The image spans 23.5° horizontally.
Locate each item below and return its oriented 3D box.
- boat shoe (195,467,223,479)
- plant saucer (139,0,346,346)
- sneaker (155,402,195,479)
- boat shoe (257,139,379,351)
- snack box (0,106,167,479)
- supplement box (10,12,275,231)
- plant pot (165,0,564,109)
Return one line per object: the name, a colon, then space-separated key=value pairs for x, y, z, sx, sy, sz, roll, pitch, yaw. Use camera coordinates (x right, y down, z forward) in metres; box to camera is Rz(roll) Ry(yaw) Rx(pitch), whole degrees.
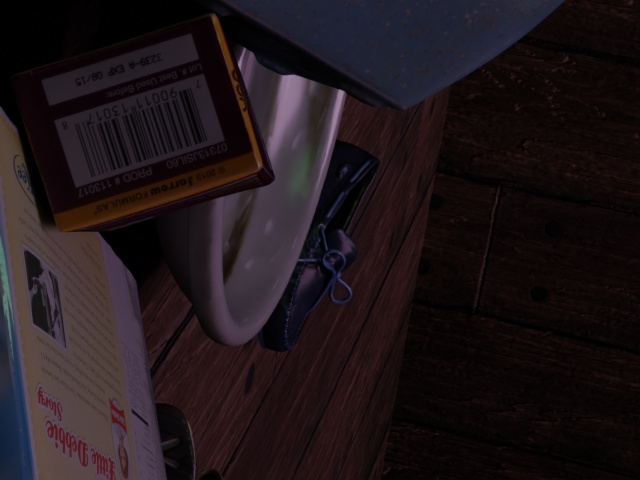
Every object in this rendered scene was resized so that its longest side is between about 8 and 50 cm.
boat shoe: x=-0.118 y=0.259 z=1.460 sx=0.135 sy=0.050 sz=0.045 roll=-81 pitch=177 yaw=-72
plant saucer: x=-0.056 y=-0.127 z=1.115 sx=0.400 sy=0.100 sz=0.400 roll=14 pitch=90 yaw=-81
sneaker: x=-0.147 y=0.219 z=1.165 sx=0.094 sy=0.081 sz=0.208 roll=-48 pitch=157 yaw=-85
boat shoe: x=0.000 y=0.000 z=1.657 sx=0.109 sy=0.089 sz=0.258 roll=78 pitch=27 yaw=-69
snack box: x=-0.141 y=0.071 z=0.802 sx=0.322 sy=0.060 sz=0.187 roll=72 pitch=6 yaw=-72
supplement box: x=-0.086 y=-0.056 z=0.810 sx=0.188 sy=0.104 sz=0.081 roll=-121 pitch=-166 yaw=-89
plant pot: x=0.014 y=-0.217 z=0.812 sx=0.248 sy=0.247 sz=0.252 roll=27 pitch=-91 yaw=57
